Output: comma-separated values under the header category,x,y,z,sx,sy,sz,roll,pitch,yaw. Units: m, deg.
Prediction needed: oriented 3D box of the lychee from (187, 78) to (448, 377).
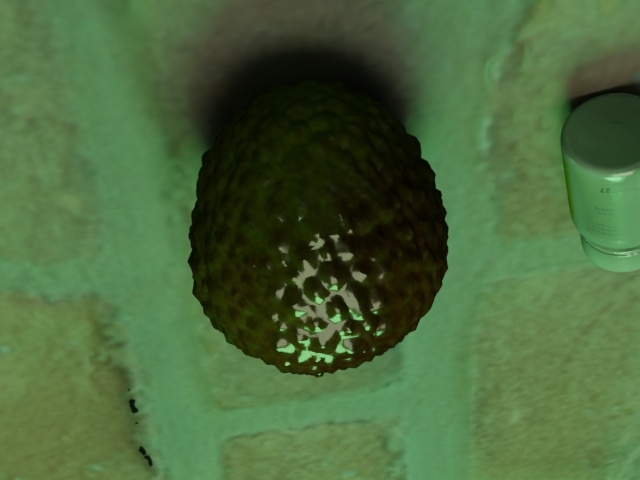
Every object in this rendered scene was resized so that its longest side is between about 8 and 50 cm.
category,x,y,z,sx,sy,sz,roll,pitch,yaw
lychee,0.000,0.000,0.667,0.114,0.114,0.146,-7,126,-1

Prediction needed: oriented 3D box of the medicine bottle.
category,x,y,z,sx,sy,sz,roll,pitch,yaw
medicine bottle,0.135,-0.025,0.710,0.047,0.047,0.083,-12,144,5
